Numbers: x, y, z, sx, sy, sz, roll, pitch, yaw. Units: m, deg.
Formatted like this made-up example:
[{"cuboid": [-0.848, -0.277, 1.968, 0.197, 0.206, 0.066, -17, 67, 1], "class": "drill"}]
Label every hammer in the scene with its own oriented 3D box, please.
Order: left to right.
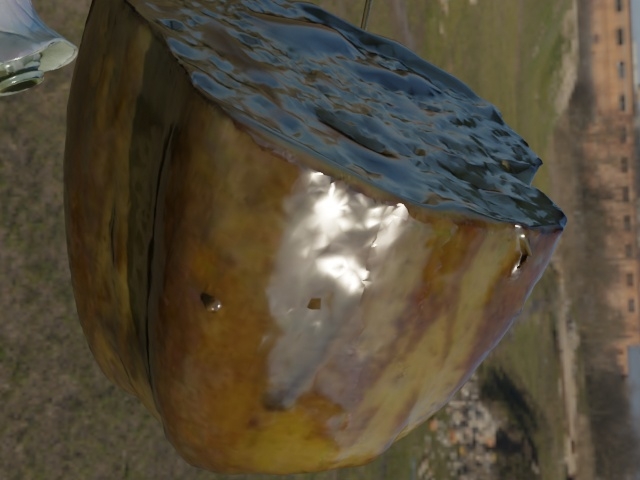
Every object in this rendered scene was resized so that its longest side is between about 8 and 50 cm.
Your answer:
[{"cuboid": [0.037, -0.170, 0.937, 0.035, 0.019, 0.110, -150, -109, -73], "class": "hammer"}]

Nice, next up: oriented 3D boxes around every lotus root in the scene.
[{"cuboid": [0.000, 0.000, 0.613, 0.316, 0.316, 0.250, -50, 159, -68], "class": "lotus root"}]

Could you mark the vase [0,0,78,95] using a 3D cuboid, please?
[{"cuboid": [-0.484, -0.405, 1.313, 0.446, 0.249, 0.250, 68, 17, -3], "class": "vase"}]
